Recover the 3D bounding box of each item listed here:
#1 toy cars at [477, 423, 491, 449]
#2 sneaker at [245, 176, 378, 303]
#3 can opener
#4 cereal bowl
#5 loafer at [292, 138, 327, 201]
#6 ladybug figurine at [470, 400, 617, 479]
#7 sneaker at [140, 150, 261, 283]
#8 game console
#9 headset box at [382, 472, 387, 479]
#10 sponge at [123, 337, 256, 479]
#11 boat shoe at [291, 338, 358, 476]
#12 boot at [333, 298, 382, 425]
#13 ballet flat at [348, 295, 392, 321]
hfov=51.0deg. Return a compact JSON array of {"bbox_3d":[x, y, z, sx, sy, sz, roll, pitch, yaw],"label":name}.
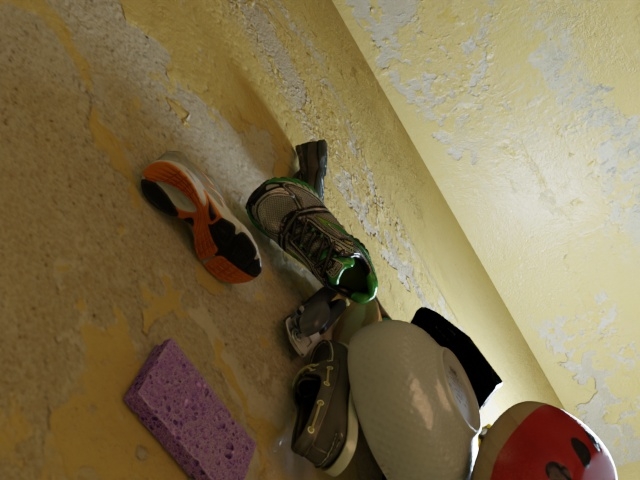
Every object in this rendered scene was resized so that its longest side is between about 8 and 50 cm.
[{"bbox_3d":[0.446,0.672,1.732,0.176,0.087,0.393,29,43,-48],"label":"toy cars"},{"bbox_3d":[0.000,0.000,1.328,0.344,0.134,0.146,37,9,-28],"label":"sneaker"},{"bbox_3d":[0.008,0.144,1.320,0.075,0.095,0.283,63,22,-3],"label":"can opener"},{"bbox_3d":[0.190,0.291,1.203,0.339,0.141,0.338,50,25,-33],"label":"cereal bowl"},{"bbox_3d":[-0.031,-0.149,1.623,0.267,0.084,0.096,-83,172,-49],"label":"loafer"},{"bbox_3d":[0.414,0.448,1.210,0.450,0.162,0.304,7,80,-51],"label":"ladybug figurine"},{"bbox_3d":[-0.180,-0.047,1.121,0.262,0.099,0.121,55,19,-24],"label":"sneaker"},{"bbox_3d":[0.247,0.298,1.418,0.044,0.361,0.213,-31,63,-29],"label":"game console"},{"bbox_3d":[0.222,0.526,1.345,0.218,0.110,0.293,54,23,-20],"label":"headset box"},{"bbox_3d":[-0.167,0.244,0.896,0.210,0.031,0.117,56,22,-17],"label":"sponge"},{"bbox_3d":[0.002,0.263,1.157,0.091,0.109,0.305,29,24,-14],"label":"boat shoe"},{"bbox_3d":[0.115,0.283,1.423,0.211,0.104,0.295,57,26,-31],"label":"boot"},{"bbox_3d":[0.121,0.189,1.557,0.086,0.086,0.248,19,47,-61],"label":"ballet flat"}]
